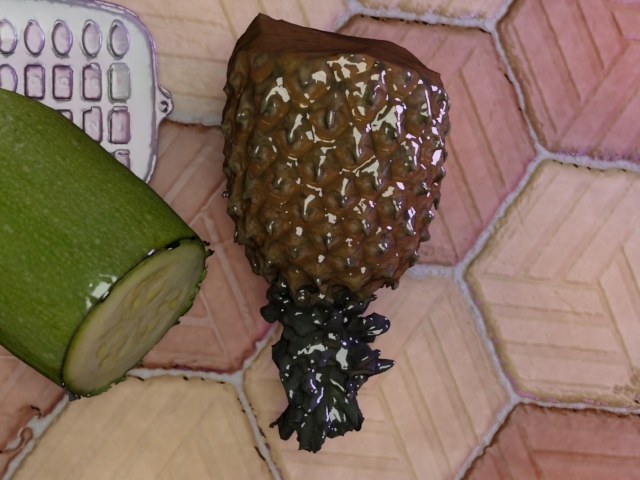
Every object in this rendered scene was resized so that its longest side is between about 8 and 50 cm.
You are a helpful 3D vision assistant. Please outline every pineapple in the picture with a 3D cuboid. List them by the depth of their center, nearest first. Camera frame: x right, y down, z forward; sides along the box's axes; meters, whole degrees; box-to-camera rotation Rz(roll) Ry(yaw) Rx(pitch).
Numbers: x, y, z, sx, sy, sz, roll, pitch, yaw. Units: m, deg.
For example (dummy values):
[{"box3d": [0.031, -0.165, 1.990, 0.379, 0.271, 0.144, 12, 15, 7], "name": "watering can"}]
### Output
[{"box3d": [0.000, 0.000, 1.238, 0.202, 0.202, 0.362, 5, 102, -9], "name": "pineapple"}]

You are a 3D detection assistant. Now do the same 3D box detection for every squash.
[{"box3d": [-0.245, -0.011, 1.241, 0.260, 0.189, 0.189, 38, 84, 17], "name": "squash"}]

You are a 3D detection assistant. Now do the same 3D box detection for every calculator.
[{"box3d": [-0.274, -0.118, 1.260, 0.294, 0.043, 0.194, 0, 89, -12], "name": "calculator"}]
